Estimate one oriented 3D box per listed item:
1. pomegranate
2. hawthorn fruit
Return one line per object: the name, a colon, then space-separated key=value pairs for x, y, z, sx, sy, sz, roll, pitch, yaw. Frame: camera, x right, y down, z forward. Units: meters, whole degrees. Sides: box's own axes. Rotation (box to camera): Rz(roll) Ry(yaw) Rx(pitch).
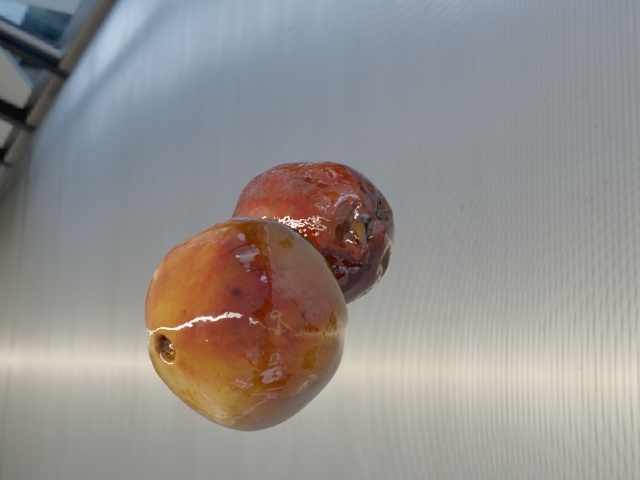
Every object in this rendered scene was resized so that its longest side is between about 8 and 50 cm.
pomegranate: x=-0.073 y=0.075 z=0.791 sx=0.209 sy=0.209 sz=0.209 roll=-22 pitch=65 yaw=59
hawthorn fruit: x=0.000 y=0.000 z=1.024 sx=0.262 sy=0.210 sz=0.210 roll=-1 pitch=83 yaw=54
